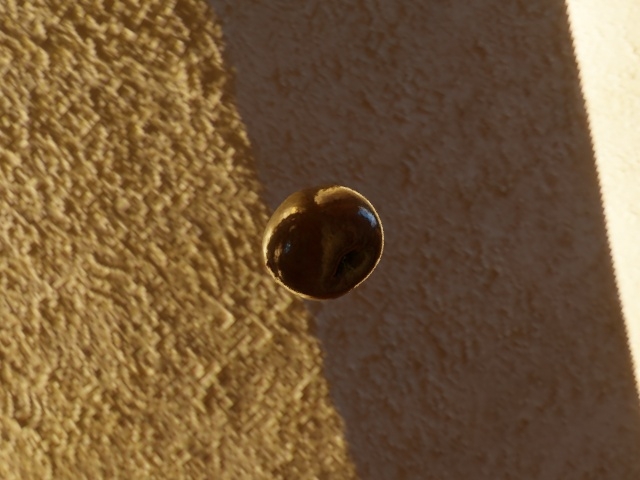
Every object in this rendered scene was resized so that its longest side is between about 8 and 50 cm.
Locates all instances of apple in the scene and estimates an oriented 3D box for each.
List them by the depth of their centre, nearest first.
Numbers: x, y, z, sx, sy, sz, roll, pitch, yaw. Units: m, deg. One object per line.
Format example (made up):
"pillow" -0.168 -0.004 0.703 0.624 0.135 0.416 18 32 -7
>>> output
"apple" 0.000 0.000 0.928 0.084 0.071 0.084 -26 -39 -23
